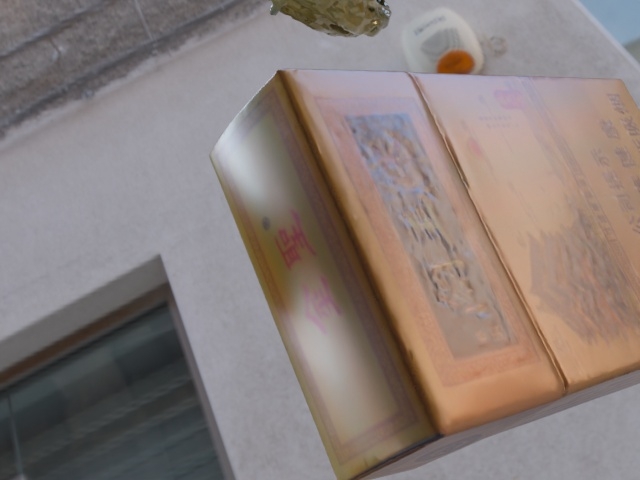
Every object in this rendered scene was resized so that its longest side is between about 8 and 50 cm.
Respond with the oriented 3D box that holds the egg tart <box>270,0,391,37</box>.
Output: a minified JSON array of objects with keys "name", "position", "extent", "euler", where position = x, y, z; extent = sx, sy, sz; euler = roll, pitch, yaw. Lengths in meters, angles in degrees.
[{"name":"egg tart","position":[-0.063,-0.345,0.876],"extent":[0.388,0.388,0.169],"euler":[26,-70,-44]}]

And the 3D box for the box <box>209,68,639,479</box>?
[{"name":"box","position":[0.097,0.004,0.489],"extent":[0.274,0.174,0.076],"euler":[-7,-26,-40]}]
